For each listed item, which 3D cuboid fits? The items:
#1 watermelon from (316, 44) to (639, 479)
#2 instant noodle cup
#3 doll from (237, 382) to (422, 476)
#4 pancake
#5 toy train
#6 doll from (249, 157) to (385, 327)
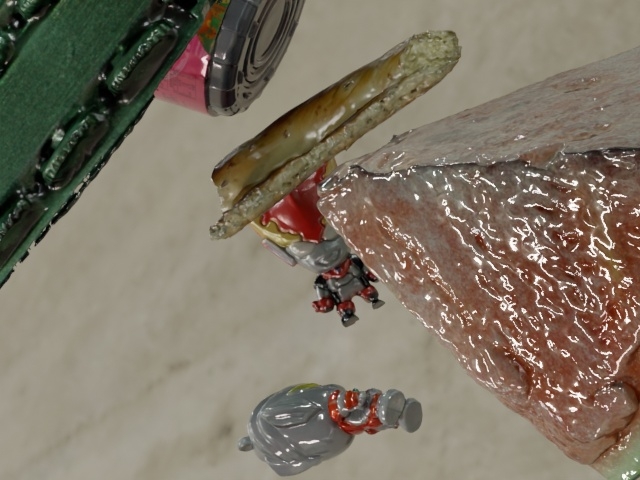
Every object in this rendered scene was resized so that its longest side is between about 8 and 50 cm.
[{"bbox_3d":[0.181,-0.011,1.267,0.292,0.250,0.283,28,115,29],"label":"watermelon"},{"bbox_3d":[-0.120,-0.223,1.742,0.258,0.181,0.302,-46,-23,-62],"label":"instant noodle cup"},{"bbox_3d":[0.004,0.151,1.602,0.180,0.094,0.079,-15,63,36],"label":"doll"},{"bbox_3d":[-0.018,-0.080,1.640,0.266,0.057,0.244,-32,6,39],"label":"pancake"},{"bbox_3d":[-0.203,-0.110,1.464,0.330,0.138,0.178,-50,3,16],"label":"toy train"},{"bbox_3d":[0.000,0.000,1.804,0.109,0.169,0.057,-33,-13,4],"label":"doll"}]
